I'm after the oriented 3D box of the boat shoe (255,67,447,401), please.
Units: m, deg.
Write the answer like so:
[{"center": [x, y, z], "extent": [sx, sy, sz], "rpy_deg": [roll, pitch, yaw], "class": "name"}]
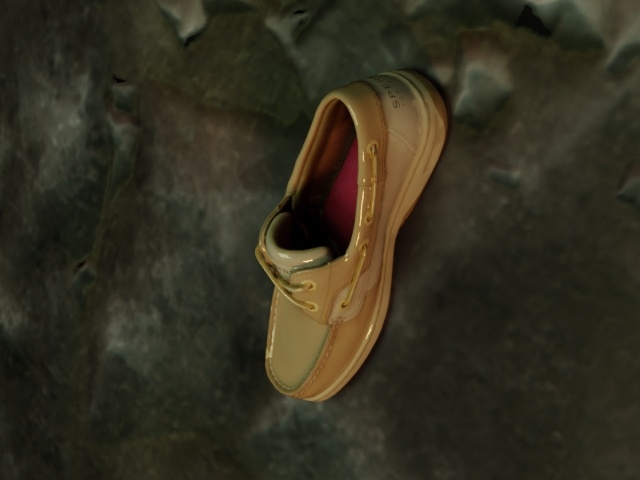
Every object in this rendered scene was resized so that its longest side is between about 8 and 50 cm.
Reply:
[{"center": [0.000, 0.000, 0.808], "extent": [0.063, 0.059, 0.170], "rpy_deg": [39, 122, 38], "class": "boat shoe"}]
